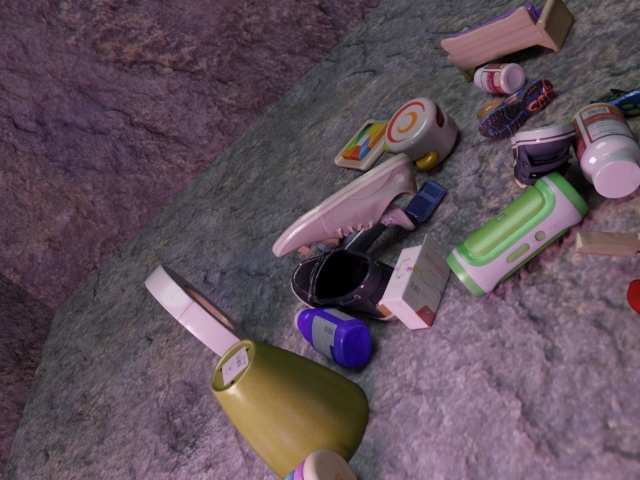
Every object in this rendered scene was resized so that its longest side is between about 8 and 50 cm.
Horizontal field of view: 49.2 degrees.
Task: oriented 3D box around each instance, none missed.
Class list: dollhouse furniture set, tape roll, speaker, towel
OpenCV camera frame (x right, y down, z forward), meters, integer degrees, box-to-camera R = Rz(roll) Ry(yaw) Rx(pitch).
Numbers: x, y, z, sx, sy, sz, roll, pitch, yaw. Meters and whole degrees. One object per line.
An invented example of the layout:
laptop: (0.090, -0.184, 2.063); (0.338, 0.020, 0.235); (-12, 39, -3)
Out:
dollhouse furniture set: (0.000, 0.000, 2.071); (0.182, 0.101, 0.161); (-64, 6, -31)
tape roll: (-0.333, 0.218, 1.999); (0.072, 0.392, 0.392); (-48, 26, -4)
speaker: (0.417, -0.012, 1.492); (0.296, 0.131, 0.131); (-41, 26, 12)
towel: (0.286, -0.108, 1.899); (0.119, 0.067, 0.029); (-53, -14, -13)

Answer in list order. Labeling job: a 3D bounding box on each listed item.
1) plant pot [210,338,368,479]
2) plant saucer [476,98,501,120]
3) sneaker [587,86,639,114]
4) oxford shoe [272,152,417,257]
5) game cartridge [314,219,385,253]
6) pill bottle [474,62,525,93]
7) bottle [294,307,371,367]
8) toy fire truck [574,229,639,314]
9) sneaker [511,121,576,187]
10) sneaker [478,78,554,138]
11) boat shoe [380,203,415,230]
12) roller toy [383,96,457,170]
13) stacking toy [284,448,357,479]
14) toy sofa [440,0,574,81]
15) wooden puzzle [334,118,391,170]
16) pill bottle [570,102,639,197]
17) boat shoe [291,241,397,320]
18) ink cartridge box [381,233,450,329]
plant pot: (-0.091, 0.352, 1.546); (0.274, 0.293, 0.275); (-36, 27, 22)
plant saucer: (0.491, -0.374, 2.023); (0.083, 0.015, 0.083); (-35, 28, 22)
sneaker: (0.686, -0.321, 1.591); (0.188, 0.067, 0.078); (-14, 47, 53)
oxford shoe: (0.072, -0.068, 1.877); (0.449, 0.130, 0.169); (-32, -2, 3)
game cartridge: (0.073, -0.036, 2.135); (0.198, 0.062, 0.297); (-45, 25, -6)
pill bottle: (0.519, -0.474, 2.043); (0.086, 0.086, 0.152); (-49, 26, -5)
bottle: (0.022, 0.230, 1.756); (0.092, 0.118, 0.283); (-8, 10, -26)
toy fire truck: (0.563, 0.045, 1.186); (0.246, 0.158, 0.217); (-24, 32, 60)
sneaker: (0.487, -0.183, 1.523); (0.126, 0.128, 0.321); (-9, 2, 12)
sneaker: (0.526, -0.354, 1.891); (0.221, 0.083, 0.087); (-34, 14, 13)
boat shoe: (0.193, -0.070, 1.946); (0.063, 0.066, 0.184); (-44, 48, 0)
roller toy: (0.302, -0.311, 2.071); (0.191, 0.146, 0.209); (-56, 31, 1)
stacking toy: (-0.075, 0.567, 1.430); (0.330, 0.141, 0.141); (-43, 25, 24)
toy sofa: (0.555, -0.633, 2.115); (0.362, 0.177, 0.150); (-9, 45, 53)
wooden puzzle: (0.162, -0.344, 2.448); (0.221, 0.044, 0.238); (-50, 26, -7)
pill bottle: (0.601, -0.188, 1.469); (0.121, 0.121, 0.216); (-32, 30, 28)
boat shoe: (0.047, 0.098, 1.848); (0.500, 0.156, 0.187); (8, 69, 60)
ink cartridge box: (0.230, 0.094, 1.635); (0.067, 0.115, 0.198); (-15, 39, 48)
